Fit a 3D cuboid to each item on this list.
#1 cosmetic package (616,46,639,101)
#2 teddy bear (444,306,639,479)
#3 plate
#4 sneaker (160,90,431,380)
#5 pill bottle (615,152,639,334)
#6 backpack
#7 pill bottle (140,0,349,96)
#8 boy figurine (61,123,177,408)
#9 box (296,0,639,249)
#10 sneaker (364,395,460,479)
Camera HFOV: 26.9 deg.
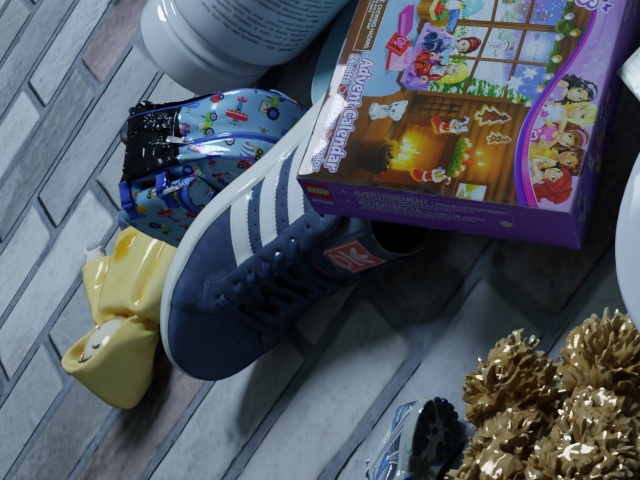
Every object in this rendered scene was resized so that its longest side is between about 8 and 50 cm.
[{"bbox_3d":[0.264,-0.133,0.902,0.115,0.060,0.041,-49,41,21],"label":"cosmetic package"},{"bbox_3d":[0.121,0.198,0.759,0.245,0.113,0.338,6,74,53],"label":"teddy bear"},{"bbox_3d":[0.056,-0.188,1.182,0.188,0.024,0.188,-45,27,31],"label":"plate"},{"bbox_3d":[0.000,0.000,1.075,0.350,0.131,0.148,-52,35,15],"label":"sneaker"},{"bbox_3d":[0.277,0.032,0.603,0.161,0.283,0.161,-27,51,38],"label":"pill bottle"},{"bbox_3d":[-0.072,-0.062,1.182,0.173,0.158,0.116,-12,61,37],"label":"backpack"},{"bbox_3d":[-0.043,-0.264,1.240,0.283,0.160,0.160,-43,41,40],"label":"pill bottle"},{"bbox_3d":[-0.183,0.024,1.313,0.177,0.092,0.285,-7,61,45],"label":"boy figurine"},{"bbox_3d":[0.122,-0.145,0.979,0.201,0.057,0.293,8,65,23],"label":"box"},{"bbox_3d":[0.058,0.179,0.978,0.058,0.052,0.135,-4,58,59],"label":"sneaker"}]
